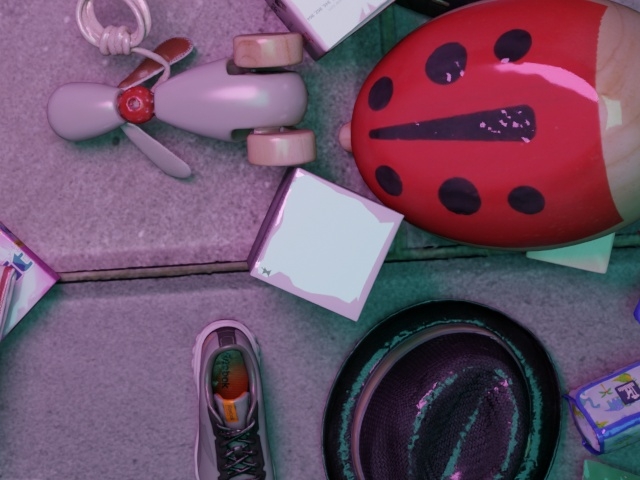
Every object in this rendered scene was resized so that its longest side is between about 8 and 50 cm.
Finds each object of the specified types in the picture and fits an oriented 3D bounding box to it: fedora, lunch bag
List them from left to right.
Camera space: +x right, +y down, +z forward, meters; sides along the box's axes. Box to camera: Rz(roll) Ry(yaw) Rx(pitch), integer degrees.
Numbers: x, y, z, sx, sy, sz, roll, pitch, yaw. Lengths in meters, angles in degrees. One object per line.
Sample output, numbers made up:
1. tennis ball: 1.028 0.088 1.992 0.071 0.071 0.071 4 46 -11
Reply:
1. fedora: 0.156 0.240 1.921 0.334 0.152 0.334 0 93 -4
2. lunch bag: 0.380 0.206 1.934 0.128 0.151 0.096 -24 95 -2

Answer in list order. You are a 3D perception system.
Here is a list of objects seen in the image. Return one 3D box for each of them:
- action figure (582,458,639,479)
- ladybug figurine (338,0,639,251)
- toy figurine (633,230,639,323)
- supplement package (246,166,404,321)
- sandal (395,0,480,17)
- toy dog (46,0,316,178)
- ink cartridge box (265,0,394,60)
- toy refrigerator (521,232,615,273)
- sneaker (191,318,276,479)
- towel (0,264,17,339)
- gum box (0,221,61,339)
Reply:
1. action figure: 0.437 0.360 1.990 0.232 0.063 0.137 9 91 0
2. ladybug figurine: 0.218 -0.134 1.826 0.449 0.162 0.305 -7 93 26
3. toy figurine: 0.522 0.079 1.972 0.362 0.191 0.217 19 122 -12
4. supplement package: 0.000 0.000 1.851 0.133 0.244 0.139 24 92 -5
5. sandal: 0.162 -0.329 1.924 0.302 0.120 0.086 26 63 -7
6. toy dog: -0.143 -0.173 1.892 0.333 0.161 0.220 19 101 13
7. ink cartridge box: -0.041 -0.353 1.851 0.114 0.198 0.273 -39 95 -1
8. toy refrigerator: 0.328 -0.101 1.946 0.102 0.094 0.270 12 92 3
9. sneaker: -0.110 0.236 1.926 0.100 0.108 0.272 -8 95 -5
10. towel: -0.537 0.114 1.871 0.329 0.037 0.237 11 85 12
11. gum box: -0.422 0.080 1.917 0.107 0.062 0.188 43 90 -4
